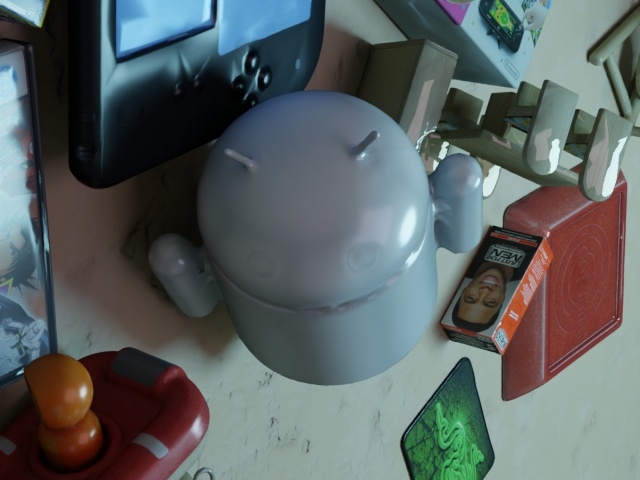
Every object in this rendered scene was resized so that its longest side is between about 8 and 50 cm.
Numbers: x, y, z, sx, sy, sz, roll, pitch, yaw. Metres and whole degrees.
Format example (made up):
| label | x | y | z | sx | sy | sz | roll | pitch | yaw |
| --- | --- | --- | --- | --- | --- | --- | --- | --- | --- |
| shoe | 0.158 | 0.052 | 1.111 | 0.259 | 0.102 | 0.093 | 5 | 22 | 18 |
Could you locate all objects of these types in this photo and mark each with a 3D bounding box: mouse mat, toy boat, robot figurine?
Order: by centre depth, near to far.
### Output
| label | x | y | z | sx | sy | sz | roll | pitch | yaw |
| --- | --- | --- | --- | --- | --- | --- | --- | --- | --- |
| toy boat | -0.203 | 0.154 | 1.448 | 0.231 | 0.151 | 0.151 | -46 | 140 | -34 |
| robot figurine | 0.000 | 0.000 | 1.602 | 0.353 | 0.300 | 0.199 | 79 | -7 | -63 |
| mouse mat | 0.153 | 0.248 | 2.130 | 0.152 | 0.007 | 0.189 | -49 | 139 | -34 |

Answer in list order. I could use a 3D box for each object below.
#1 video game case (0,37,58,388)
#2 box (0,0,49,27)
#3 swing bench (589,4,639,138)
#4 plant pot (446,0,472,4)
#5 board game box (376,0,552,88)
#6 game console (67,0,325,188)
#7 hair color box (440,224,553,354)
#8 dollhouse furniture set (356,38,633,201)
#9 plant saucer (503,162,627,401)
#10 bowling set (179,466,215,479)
| label | x | y | z | sx | sy | sz | roll | pitch | yaw |
| --- | --- | --- | --- | --- | --- | --- | --- | --- | --- |
| video game case | -0.303 | 0.008 | 1.362 | 0.248 | 0.035 | 0.274 | -28 | 124 | -48 |
| box | -0.222 | -0.251 | 1.367 | 0.059 | 0.054 | 0.169 | 25 | 80 | -56 |
| swing bench | 0.514 | -0.245 | 2.250 | 0.254 | 0.253 | 0.165 | -57 | 142 | -25 |
| plant pot | 0.071 | -0.312 | 1.667 | 0.167 | 0.165 | 0.167 | -26 | 123 | -48 |
| board game box | 0.175 | -0.344 | 1.869 | 0.224 | 0.097 | 0.303 | 39 | 68 | -53 |
| game console | -0.092 | -0.264 | 1.490 | 0.342 | 0.060 | 0.386 | -35 | 133 | -55 |
| hair color box | 0.203 | 0.056 | 2.074 | 0.141 | 0.072 | 0.043 | -61 | 144 | -22 |
| dollhouse furniture set | 0.150 | -0.082 | 1.835 | 0.242 | 0.212 | 0.161 | 22 | 80 | -29 |
| plant saucer | 0.313 | 0.045 | 2.251 | 0.259 | 0.048 | 0.258 | -29 | 125 | -48 |
| bowling set | -0.135 | 0.258 | 1.560 | 0.154 | 0.200 | 0.287 | 32 | 72 | -53 |
